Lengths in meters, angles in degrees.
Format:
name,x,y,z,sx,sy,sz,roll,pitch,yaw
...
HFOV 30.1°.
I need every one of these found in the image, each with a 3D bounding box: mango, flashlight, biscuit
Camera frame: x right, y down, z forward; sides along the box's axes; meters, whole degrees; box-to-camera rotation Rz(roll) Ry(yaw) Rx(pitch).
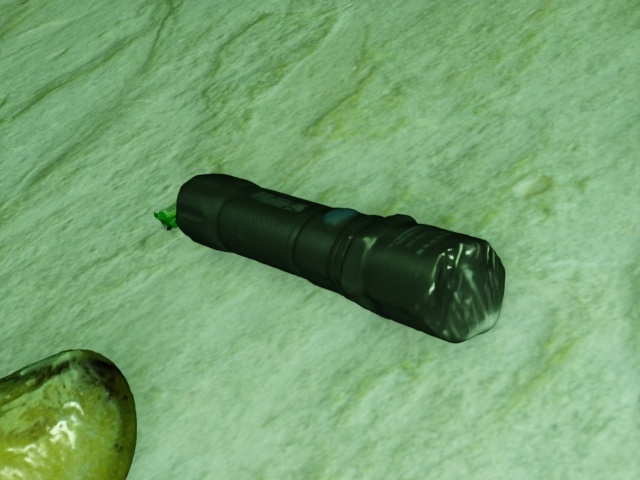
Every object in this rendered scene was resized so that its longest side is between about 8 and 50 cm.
name,x,y,z,sx,sy,sz,roll,pitch,yaw
mango,-0.287,0.216,0.925,0.329,0.176,0.175,-28,44,-18
flashlight,0.000,0.000,1.161,0.103,0.103,0.424,-38,34,-25
biscuit,-0.151,-0.041,1.388,0.089,0.016,0.046,-33,35,-17
